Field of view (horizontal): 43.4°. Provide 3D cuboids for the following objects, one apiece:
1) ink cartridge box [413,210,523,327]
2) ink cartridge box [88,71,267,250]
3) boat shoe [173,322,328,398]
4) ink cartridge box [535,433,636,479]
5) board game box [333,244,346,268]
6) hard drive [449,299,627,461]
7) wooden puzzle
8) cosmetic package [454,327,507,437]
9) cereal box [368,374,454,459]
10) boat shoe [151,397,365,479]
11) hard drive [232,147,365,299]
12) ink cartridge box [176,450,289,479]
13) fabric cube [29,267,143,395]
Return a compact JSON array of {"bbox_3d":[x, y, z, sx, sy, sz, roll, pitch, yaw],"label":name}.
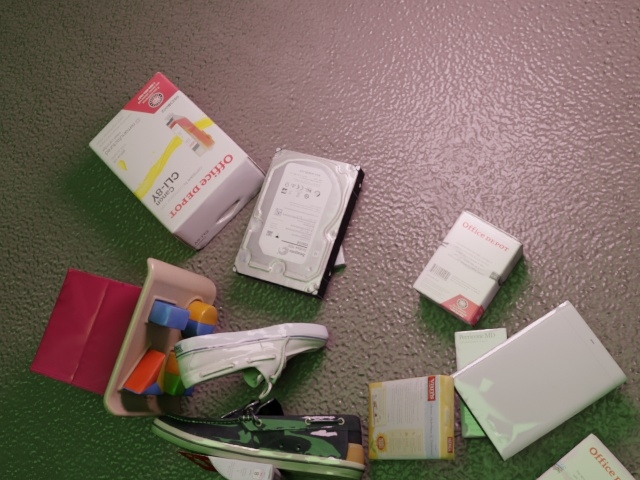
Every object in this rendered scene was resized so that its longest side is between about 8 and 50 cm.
[{"bbox_3d":[0.340,0.064,1.842,0.159,0.092,0.217,33,87,23],"label":"ink cartridge box"},{"bbox_3d":[-0.370,-0.208,2.102,0.279,0.160,0.385,-46,67,-1],"label":"ink cartridge box"},{"bbox_3d":[-0.141,0.284,1.828,0.367,0.136,0.156,-3,70,-28],"label":"boat shoe"},{"bbox_3d":[0.514,0.527,1.605,0.233,0.168,0.171,-40,67,2],"label":"ink cartridge box"},{"bbox_3d":[0.000,0.000,1.999,0.104,0.026,0.154,-15,70,12],"label":"board game box"},{"bbox_3d":[0.452,0.292,1.690,0.308,0.040,0.203,-32,72,-5],"label":"hard drive"},{"bbox_3d":[-0.342,0.237,1.856,0.081,0.322,0.347,11,82,21],"label":"wooden puzzle"},{"bbox_3d":[0.361,0.313,1.764,0.118,0.085,0.231,-7,73,13],"label":"cosmetic package"},{"bbox_3d":[0.193,0.386,1.738,0.240,0.047,0.172,-20,63,52],"label":"cereal box"},{"bbox_3d":[-0.138,0.437,1.831,0.501,0.187,0.155,5,70,13],"label":"boat shoe"},{"bbox_3d":[-0.054,-0.047,1.981,0.237,0.064,0.338,16,79,21],"label":"hard drive"},{"bbox_3d":[-0.191,0.535,1.806,0.233,0.189,0.066,0,61,16],"label":"ink cartridge box"},{"bbox_3d":[-0.490,0.244,1.952,0.259,0.254,0.258,13,76,21],"label":"fabric cube"}]
